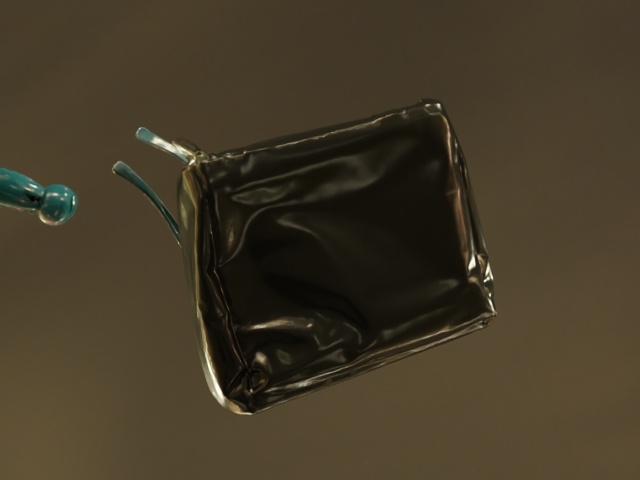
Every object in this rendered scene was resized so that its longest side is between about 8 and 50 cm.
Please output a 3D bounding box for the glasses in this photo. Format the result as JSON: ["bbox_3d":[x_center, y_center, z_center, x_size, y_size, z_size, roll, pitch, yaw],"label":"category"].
[{"bbox_3d":[-0.163,-0.015,1.375,0.221,0.088,0.190,40,-24,-9],"label":"glasses"}]

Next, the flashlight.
[{"bbox_3d":[-0.341,-0.057,1.336,0.129,0.051,0.051,22,-64,-14],"label":"flashlight"}]

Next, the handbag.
[{"bbox_3d":[-0.001,0.001,1.174,0.302,0.178,0.275,-17,-81,-18],"label":"handbag"}]
